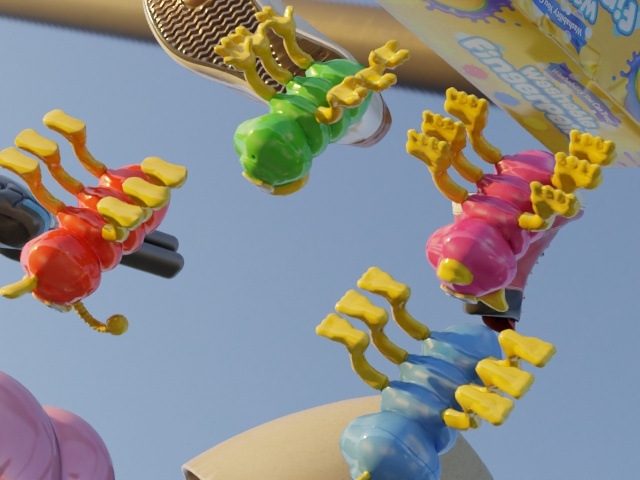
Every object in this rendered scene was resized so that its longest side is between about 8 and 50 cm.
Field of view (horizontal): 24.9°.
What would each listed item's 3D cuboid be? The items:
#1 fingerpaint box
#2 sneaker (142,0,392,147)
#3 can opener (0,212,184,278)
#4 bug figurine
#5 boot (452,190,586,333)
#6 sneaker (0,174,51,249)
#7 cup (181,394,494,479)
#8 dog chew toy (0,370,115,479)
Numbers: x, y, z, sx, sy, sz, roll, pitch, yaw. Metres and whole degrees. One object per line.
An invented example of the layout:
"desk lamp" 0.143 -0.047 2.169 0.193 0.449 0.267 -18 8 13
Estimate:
"fingerpaint box" 0.235 -0.333 1.422 0.163 0.371 0.445 4 -22 47
"sneaker" -0.051 -0.167 1.332 0.290 0.123 0.106 42 -84 32
"can opener" -0.323 0.000 2.039 0.280 0.074 0.093 15 -50 -35
"bug figurine" 0.000 0.000 0.646 0.279 0.216 0.072 27 -33 32
"boot" 0.249 0.021 1.788 0.088 0.244 0.176 -2 -86 42
"sneaker" -0.430 -0.018 1.384 0.341 0.125 0.139 8 -83 -3
"cup" 0.048 0.292 1.495 0.331 0.237 0.331 48 -16 18
"dog chew toy" -0.291 0.174 1.078 0.207 0.206 0.332 -12 -19 38
